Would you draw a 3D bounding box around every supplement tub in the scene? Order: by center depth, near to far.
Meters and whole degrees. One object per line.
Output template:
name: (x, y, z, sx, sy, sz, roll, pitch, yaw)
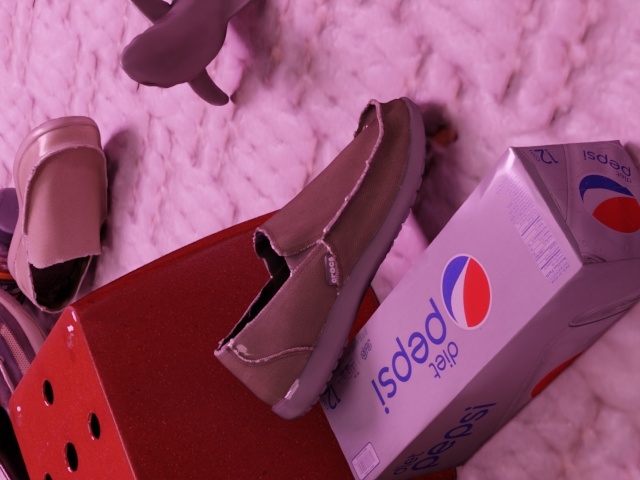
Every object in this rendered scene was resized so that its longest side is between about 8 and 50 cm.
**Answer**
supplement tub: (-0.391, 0.023, 1.534, 0.106, 0.106, 0.198, 63, 140, 26)

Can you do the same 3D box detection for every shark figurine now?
shark figurine: (-0.101, -0.237, 1.117, 0.116, 0.166, 0.278, -24, 56, 28)

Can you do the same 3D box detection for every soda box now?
soda box: (0.108, 0.057, 0.847, 0.286, 0.098, 0.091, -54, 52, 44)

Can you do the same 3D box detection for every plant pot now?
plant pot: (-0.098, 0.151, 1.035, 0.267, 0.236, 0.267, -50, 56, 46)

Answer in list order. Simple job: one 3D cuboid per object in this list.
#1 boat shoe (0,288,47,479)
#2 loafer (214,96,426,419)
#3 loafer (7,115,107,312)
boat shoe: (-0.363, 0.169, 1.428, 0.355, 0.130, 0.132, 42, 133, 20)
loafer: (0.000, 0.000, 0.914, 0.251, 0.087, 0.094, -67, 9, -14)
loafer: (-0.276, -0.022, 1.379, 0.092, 0.102, 0.268, 56, 146, 30)
